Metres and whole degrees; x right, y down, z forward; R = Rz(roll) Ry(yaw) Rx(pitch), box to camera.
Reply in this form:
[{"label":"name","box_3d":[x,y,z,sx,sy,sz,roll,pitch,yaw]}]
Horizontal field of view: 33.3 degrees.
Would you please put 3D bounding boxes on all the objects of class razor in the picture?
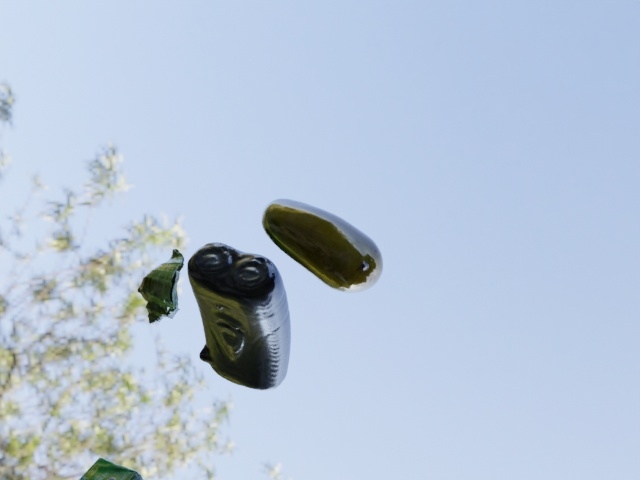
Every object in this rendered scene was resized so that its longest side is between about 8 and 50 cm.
[{"label":"razor","box_3d":[-0.158,0.153,2.134,0.204,0.113,0.349,20,-39,19]}]

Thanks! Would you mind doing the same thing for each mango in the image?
[{"label":"mango","box_3d":[0.000,0.000,1.878,0.251,0.156,0.114,38,-88,19]}]

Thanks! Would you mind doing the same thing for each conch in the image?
[{"label":"conch","box_3d":[-0.232,0.073,1.617,0.089,0.074,0.121,28,-86,54]}]

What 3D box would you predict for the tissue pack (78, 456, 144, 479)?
[{"label":"tissue pack","box_3d":[-0.327,0.468,1.626,0.156,0.209,0.148,11,-46,35]}]
